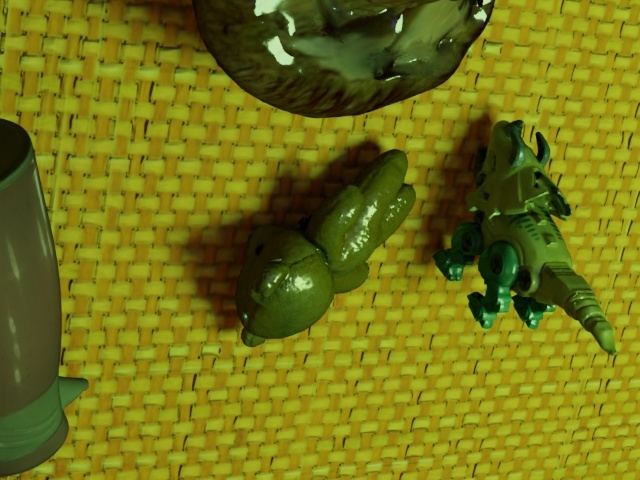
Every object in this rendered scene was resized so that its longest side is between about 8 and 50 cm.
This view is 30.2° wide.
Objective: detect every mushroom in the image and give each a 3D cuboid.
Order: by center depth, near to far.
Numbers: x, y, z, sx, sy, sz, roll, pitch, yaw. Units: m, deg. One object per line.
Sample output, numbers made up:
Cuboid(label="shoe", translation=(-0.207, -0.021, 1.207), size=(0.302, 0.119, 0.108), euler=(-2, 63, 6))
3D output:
Cuboid(label="mushroom", translation=(0.038, -0.221, 0.886), size=(0.283, 0.195, 0.263), euler=(-13, 126, -4))

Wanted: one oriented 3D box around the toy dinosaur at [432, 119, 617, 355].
Cuboid(label="toy dinosaur", translation=(0.188, 0.021, 1.059), size=(0.094, 0.259, 0.153), euler=(-1, 139, -25))

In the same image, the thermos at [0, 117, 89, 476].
Cuboid(label="thermos", translation=(-0.270, 0.060, 0.879), size=(0.176, 0.146, 0.265), euler=(-22, 126, -26))

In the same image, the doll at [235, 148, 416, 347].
Cuboid(label="doll", translation=(0.000, 0.000, 1.041), size=(0.209, 0.097, 0.137), euler=(-43, 158, -24))
